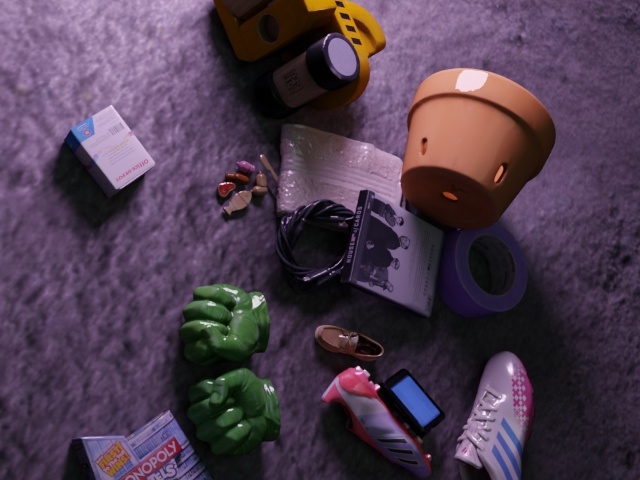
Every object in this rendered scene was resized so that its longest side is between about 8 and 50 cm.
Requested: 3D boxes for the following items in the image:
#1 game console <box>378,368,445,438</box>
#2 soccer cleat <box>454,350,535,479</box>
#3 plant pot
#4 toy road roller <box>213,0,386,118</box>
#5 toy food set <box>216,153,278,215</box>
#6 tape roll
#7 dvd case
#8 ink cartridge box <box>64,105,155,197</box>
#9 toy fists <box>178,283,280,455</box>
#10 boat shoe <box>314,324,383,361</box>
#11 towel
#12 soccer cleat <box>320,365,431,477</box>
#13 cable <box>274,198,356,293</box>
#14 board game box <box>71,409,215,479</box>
[{"bbox_3d":[0.168,0.289,1.558,0.071,0.107,0.122,-39,75,-9],"label":"game console"},{"bbox_3d":[0.321,0.363,1.618,0.143,0.116,0.332,17,68,-29],"label":"soccer cleat"},{"bbox_3d":[0.280,-0.157,1.658,0.290,0.291,0.204,36,65,-17],"label":"plant pot"},{"bbox_3d":[-0.023,-0.402,1.604,0.240,0.202,0.330,-30,97,-46],"label":"toy road roller"},{"bbox_3d":[-0.139,-0.102,1.544,0.122,0.019,0.078,-33,93,-26],"label":"toy food set"},{"bbox_3d":[0.322,0.058,1.736,0.188,0.080,0.189,10,70,-28],"label":"tape roll"},{"bbox_3d":[0.142,0.029,1.616,0.238,0.029,0.179,26,70,-42],"label":"dvd case"},{"bbox_3d":[-0.345,-0.144,1.410,0.088,0.052,0.122,-40,96,-33],"label":"ink cartridge box"},{"bbox_3d":[-0.149,0.207,1.397,0.142,0.096,0.279,-1,77,-30],"label":"toy fists"},{"bbox_3d":[0.055,0.183,1.556,0.135,0.045,0.050,20,66,-25],"label":"boat shoe"},{"bbox_3d":[0.046,-0.103,1.637,0.282,0.049,0.187,13,68,-27],"label":"towel"},{"bbox_3d":[0.103,0.336,1.529,0.095,0.083,0.248,-38,100,-9],"label":"soccer cleat"},{"bbox_3d":[0.000,0.000,1.558,0.184,0.047,0.151,-32,106,-22],"label":"cable"},{"bbox_3d":[-0.275,0.349,1.297,0.194,0.060,0.194,-35,96,-34],"label":"board game box"}]
